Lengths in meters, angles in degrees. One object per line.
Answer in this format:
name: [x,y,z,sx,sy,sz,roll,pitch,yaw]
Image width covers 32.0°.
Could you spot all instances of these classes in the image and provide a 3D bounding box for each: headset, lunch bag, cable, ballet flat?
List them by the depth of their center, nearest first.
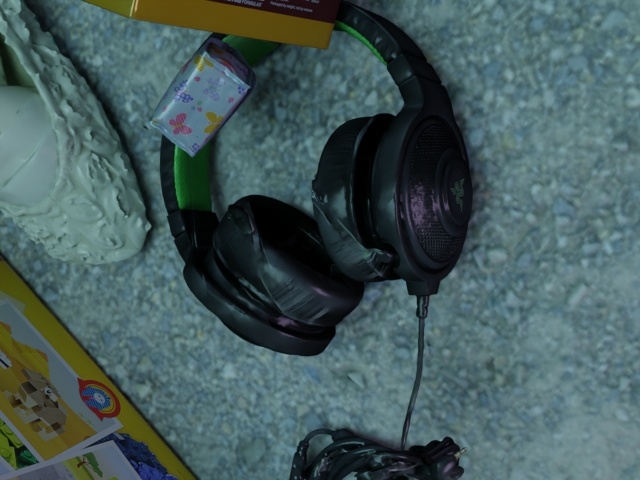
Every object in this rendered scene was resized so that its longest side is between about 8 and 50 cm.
headset: [0.000,0.000,0.818,0.243,0.185,0.394,-33,73,26]
lunch bag: [-0.084,-0.108,0.824,0.053,0.083,0.071,37,104,-15]
cable: [0.036,0.252,0.927,0.150,0.047,0.184,13,101,17]
ballet flat: [-0.300,-0.144,0.963,0.147,0.147,0.409,-32,85,26]

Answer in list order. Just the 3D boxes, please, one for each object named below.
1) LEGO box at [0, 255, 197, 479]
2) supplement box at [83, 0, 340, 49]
LEGO box: [-0.298,0.243,0.893,0.500,0.372,0.193,46,113,11]
supplement box: [-0.076,-0.246,0.747,0.129,0.191,0.194,26,108,36]
